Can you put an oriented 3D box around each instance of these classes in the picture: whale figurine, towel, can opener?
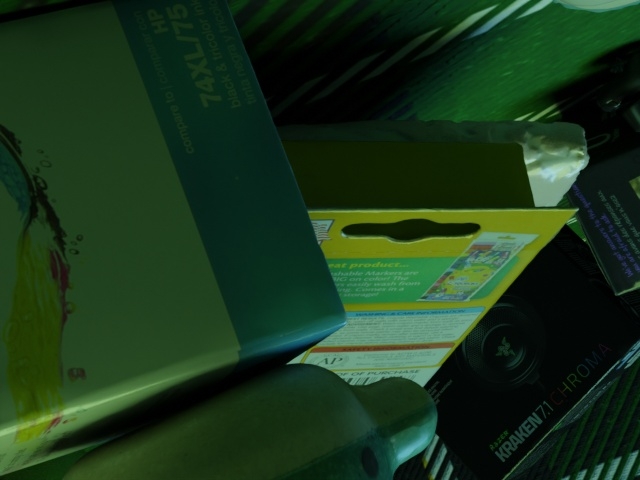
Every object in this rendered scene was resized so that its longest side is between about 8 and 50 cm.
[{"bbox_3d":[-0.023,0.150,0.723,0.216,0.141,0.272,-26,172,17],"label":"whale figurine"},{"bbox_3d":[0.000,0.000,1.012,0.331,0.053,0.317,-3,154,-14],"label":"towel"},{"bbox_3d":[0.325,-0.156,1.189,0.186,0.073,0.059,-30,-176,-30],"label":"can opener"}]

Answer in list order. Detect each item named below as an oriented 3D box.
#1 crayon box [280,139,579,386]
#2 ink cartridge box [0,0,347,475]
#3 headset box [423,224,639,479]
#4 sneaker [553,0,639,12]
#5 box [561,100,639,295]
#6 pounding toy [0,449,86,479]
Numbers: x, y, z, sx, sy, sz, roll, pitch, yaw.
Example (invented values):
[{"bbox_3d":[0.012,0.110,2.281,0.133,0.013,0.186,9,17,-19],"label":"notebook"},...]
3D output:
[{"bbox_3d":[0.017,0.020,0.903,0.203,0.083,0.323,0,154,-16],"label":"crayon box"},{"bbox_3d":[-0.166,0.014,0.688,0.270,0.197,0.198,-17,170,-23],"label":"ink cartridge box"},{"bbox_3d":[0.189,0.082,1.434,0.246,0.283,0.131,-49,161,19],"label":"headset box"},{"bbox_3d":[0.187,-0.197,0.629,0.228,0.087,0.092,-36,157,33],"label":"sneaker"},{"bbox_3d":[0.378,-0.083,1.237,0.270,0.143,0.165,-21,-160,22],"label":"box"},{"bbox_3d":[-0.269,0.137,1.013,0.182,0.110,0.237,-1,-168,-5],"label":"pounding toy"}]
